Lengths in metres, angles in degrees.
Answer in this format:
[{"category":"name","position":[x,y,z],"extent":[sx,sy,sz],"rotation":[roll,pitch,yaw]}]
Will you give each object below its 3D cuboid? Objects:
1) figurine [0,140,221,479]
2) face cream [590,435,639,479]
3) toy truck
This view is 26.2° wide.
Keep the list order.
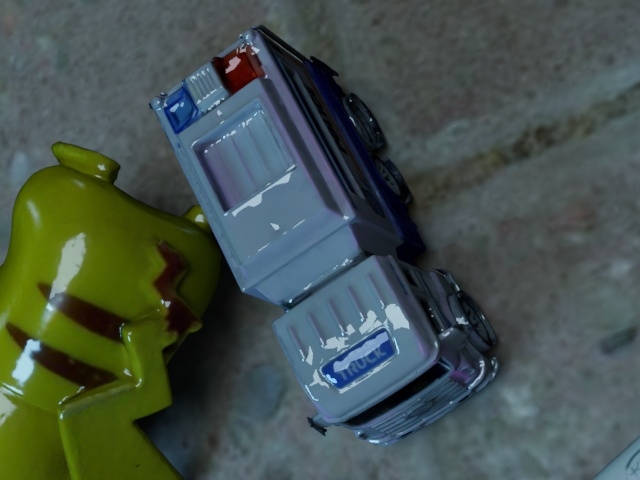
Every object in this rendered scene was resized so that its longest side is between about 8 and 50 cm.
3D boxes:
[{"category":"figurine","position":[-0.182,0.104,1.004],"extent":[0.327,0.218,0.169],"rotation":[-61,21,9]},{"category":"face cream","position":[0.177,0.197,0.843],"extent":[0.311,0.092,0.092],"rotation":[-44,63,11]},{"category":"toy truck","position":[0.000,0.000,0.939],"extent":[0.124,0.155,0.268],"rotation":[-35,66,15]}]
